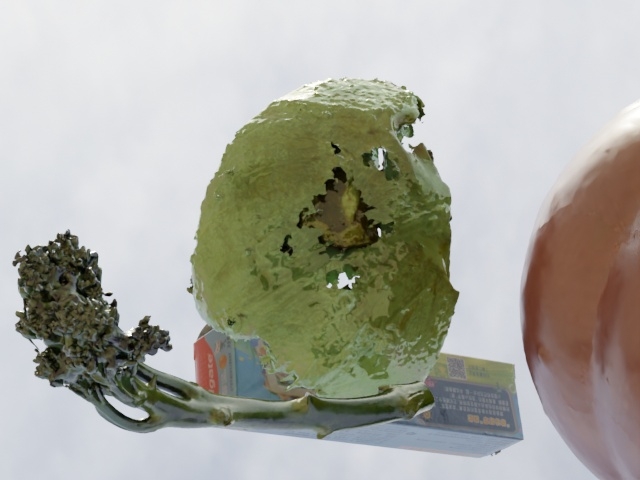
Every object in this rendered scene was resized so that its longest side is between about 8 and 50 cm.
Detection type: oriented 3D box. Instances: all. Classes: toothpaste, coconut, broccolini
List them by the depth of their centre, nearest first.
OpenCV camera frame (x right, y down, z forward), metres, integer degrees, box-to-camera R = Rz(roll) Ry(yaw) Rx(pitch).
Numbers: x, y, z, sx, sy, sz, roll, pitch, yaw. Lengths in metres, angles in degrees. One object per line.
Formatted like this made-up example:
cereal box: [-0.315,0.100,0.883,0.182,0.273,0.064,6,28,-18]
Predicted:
broccolini: [-0.033,0.048,0.529,0.052,0.194,0.054,-50,-130,16]
coconut: [0.003,0.000,0.694,0.133,0.055,0.158,-17,-101,-8]
toothpaste: [0.024,0.075,0.841,0.044,0.193,0.070,-35,-128,48]

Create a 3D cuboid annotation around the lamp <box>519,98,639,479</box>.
lamp: [0.227,0.059,0.635,0.305,0.305,0.240,21,-79,38]
